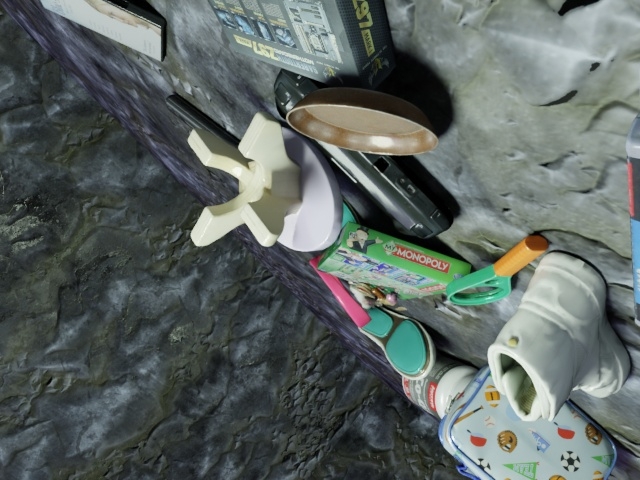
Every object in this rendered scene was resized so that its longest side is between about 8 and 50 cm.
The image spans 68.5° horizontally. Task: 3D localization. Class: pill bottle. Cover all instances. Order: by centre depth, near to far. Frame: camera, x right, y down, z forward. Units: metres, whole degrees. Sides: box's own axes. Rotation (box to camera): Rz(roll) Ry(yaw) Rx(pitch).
[{"bbox_3d":[0.350,0.403,1.259,0.161,0.161,0.283,45,167,-10],"label":"pill bottle"}]

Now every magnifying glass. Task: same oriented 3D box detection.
[{"bbox_3d":[0.242,0.050,0.649,0.092,0.026,0.231,1,155,-4],"label":"magnifying glass"}]

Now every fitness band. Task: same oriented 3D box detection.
[{"bbox_3d":[0.055,0.143,1.362,0.209,0.054,0.291,57,177,-19],"label":"fitness band"}]

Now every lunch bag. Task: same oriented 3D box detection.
[{"bbox_3d":[0.392,0.397,0.926,0.303,0.243,0.115,38,167,14],"label":"lunch bag"}]

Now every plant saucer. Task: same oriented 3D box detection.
[{"bbox_3d":[0.047,-0.130,0.518,0.168,0.029,0.168,11,177,1],"label":"plant saucer"}]

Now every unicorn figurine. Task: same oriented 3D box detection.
[{"bbox_3d":[0.133,0.169,1.377,0.162,0.060,0.111,35,167,27],"label":"unicorn figurine"}]

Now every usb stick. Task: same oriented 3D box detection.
[{"bbox_3d":[-0.288,-0.283,1.196,0.278,0.045,0.077,38,174,19],"label":"usb stick"}]

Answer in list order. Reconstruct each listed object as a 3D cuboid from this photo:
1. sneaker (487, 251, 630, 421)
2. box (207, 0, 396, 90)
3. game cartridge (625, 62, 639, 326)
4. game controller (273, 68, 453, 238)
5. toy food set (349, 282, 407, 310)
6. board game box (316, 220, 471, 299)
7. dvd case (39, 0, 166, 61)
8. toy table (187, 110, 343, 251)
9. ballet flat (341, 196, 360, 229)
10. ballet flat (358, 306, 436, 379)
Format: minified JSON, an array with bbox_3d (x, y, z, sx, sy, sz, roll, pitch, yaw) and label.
[{"bbox_3d":[0.301,0.165,0.608,0.108,0.169,0.292,23,158,52],"label":"sneaker"},{"bbox_3d":[-0.043,-0.261,0.484,0.232,0.059,0.183,33,164,35],"label":"box"},{"bbox_3d":[0.333,0.027,0.307,0.230,0.068,0.355,23,157,46],"label":"game cartridge"},{"bbox_3d":[0.055,-0.122,0.684,0.319,0.067,0.166,44,-178,-6],"label":"game controller"},{"bbox_3d":[0.127,0.115,1.009,0.122,0.019,0.078,27,167,-6],"label":"toy food set"},{"bbox_3d":[0.116,0.051,0.891,0.213,0.046,0.317,18,168,-4],"label":"board game box"},{"bbox_3d":[-0.427,-0.442,0.913,0.252,0.022,0.180,21,174,-17],"label":"dvd case"},{"bbox_3d":[-0.101,-0.093,0.788,0.274,0.252,0.160,40,-155,32],"label":"toy table"},{"bbox_3d":[-0.005,-0.085,0.950,0.248,0.086,0.086,48,166,-18],"label":"ballet flat"},{"bbox_3d":[0.235,0.284,1.331,0.139,0.139,0.400,47,173,-22],"label":"ballet flat"}]
